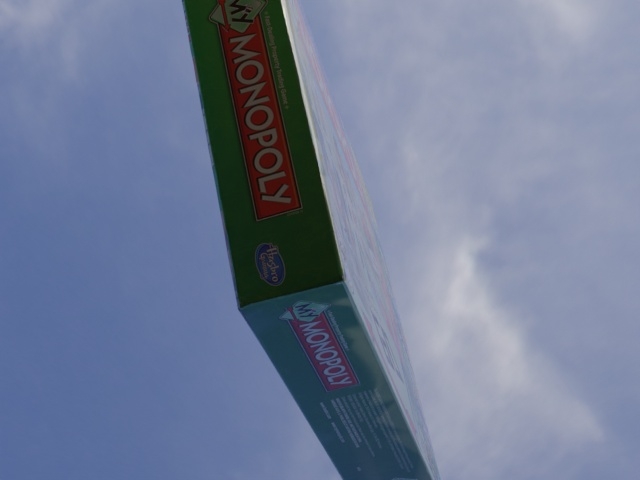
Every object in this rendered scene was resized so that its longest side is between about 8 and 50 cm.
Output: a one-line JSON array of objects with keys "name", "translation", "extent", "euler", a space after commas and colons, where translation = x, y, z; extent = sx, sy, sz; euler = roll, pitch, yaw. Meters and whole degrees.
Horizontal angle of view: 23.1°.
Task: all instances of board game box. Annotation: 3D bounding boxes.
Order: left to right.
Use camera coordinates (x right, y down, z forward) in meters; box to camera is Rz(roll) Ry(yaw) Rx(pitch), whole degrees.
[{"name": "board game box", "translation": [0.000, 0.000, 0.774], "extent": [0.046, 0.317, 0.213], "euler": [-15, -118, 5]}]
